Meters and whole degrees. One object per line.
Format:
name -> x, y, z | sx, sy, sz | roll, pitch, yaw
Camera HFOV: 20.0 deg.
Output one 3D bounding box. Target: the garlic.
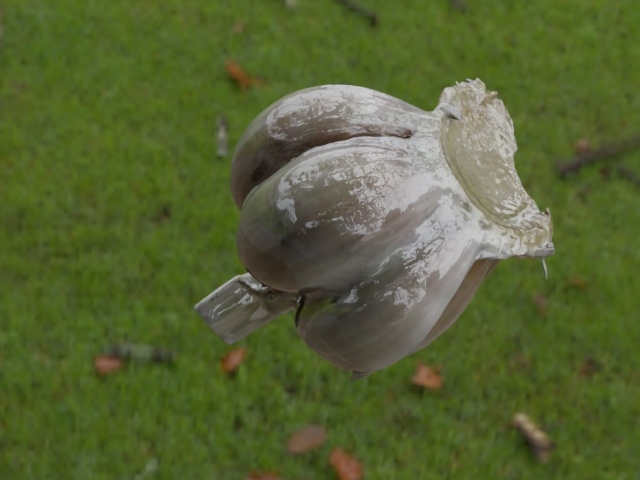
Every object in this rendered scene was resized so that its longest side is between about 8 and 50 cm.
garlic -> 0.000, 0.000, 0.847 | 0.127, 0.194, 0.131 | -19, 88, -48
